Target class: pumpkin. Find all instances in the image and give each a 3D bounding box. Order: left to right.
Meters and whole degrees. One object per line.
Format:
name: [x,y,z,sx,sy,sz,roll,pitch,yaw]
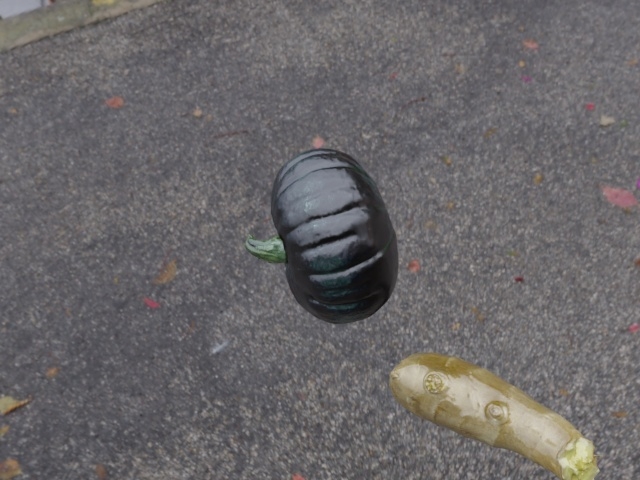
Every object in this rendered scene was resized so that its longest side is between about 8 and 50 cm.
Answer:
pumpkin: [0.013,-0.004,0.653,0.150,0.194,0.194,-42,60,-17]

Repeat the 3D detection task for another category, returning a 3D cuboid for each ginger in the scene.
ginger: [0.301,0.325,1.091,0.375,0.236,0.166,37,74,28]
